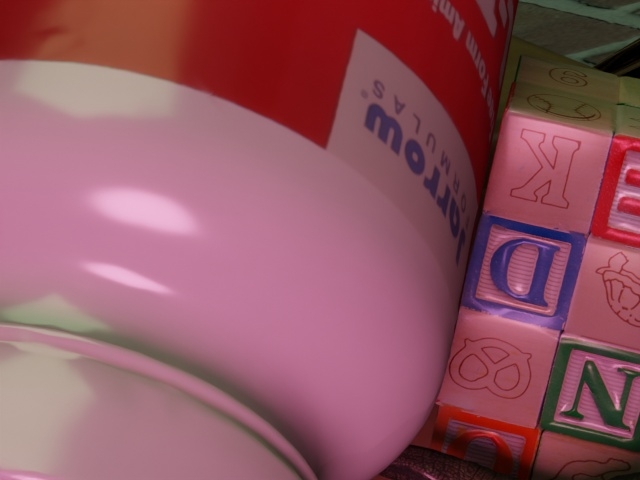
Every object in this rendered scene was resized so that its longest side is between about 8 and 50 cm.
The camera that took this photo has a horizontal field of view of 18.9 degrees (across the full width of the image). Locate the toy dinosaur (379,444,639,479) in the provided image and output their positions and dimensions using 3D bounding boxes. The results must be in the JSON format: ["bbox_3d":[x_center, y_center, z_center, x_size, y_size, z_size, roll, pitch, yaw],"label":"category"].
[{"bbox_3d":[0.140,0.133,0.692,0.314,0.121,0.160,0,7,37],"label":"toy dinosaur"}]

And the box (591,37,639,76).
[{"bbox_3d":[0.326,-0.191,1.583,0.164,0.021,0.201,-28,3,41],"label":"box"}]

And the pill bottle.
[{"bbox_3d":[-0.050,-0.046,0.714,0.229,0.229,0.407,-1,52,20],"label":"pill bottle"}]

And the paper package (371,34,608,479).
[{"bbox_3d":[0.000,0.000,1.022,0.310,0.168,0.325,-13,18,-16],"label":"paper package"}]

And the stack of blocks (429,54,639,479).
[{"bbox_3d":[0.203,0.046,0.776,0.297,0.171,0.087,13,22,5],"label":"stack of blocks"}]
